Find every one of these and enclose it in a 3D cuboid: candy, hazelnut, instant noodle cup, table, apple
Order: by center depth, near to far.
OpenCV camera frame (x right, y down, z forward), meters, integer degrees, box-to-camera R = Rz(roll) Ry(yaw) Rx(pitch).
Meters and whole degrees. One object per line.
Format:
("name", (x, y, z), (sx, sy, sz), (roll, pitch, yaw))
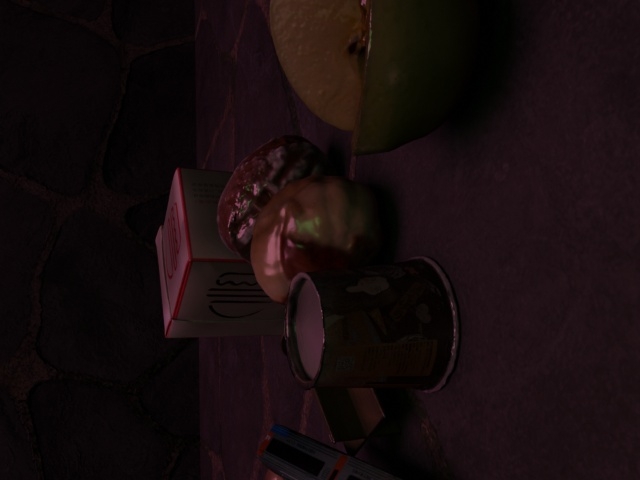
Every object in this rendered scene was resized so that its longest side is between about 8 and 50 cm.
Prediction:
("apple", (0.089, -0.271, 0.879), (0.295, 0.233, 0.258), (42, 149, 50))
("instant noodle cup", (0.066, 0.130, 0.968), (0.217, 0.207, 0.217), (180, 90, -68))
("table", (0.041, 0.245, 1.108), (0.227, 0.167, 0.167), (-115, 32, -41))
("hazelnut", (0.000, 0.000, 1.163), (0.261, 0.241, 0.261), (-27, 50, 37))
("candy", (-0.086, -0.078, 1.331), (0.289, 0.214, 0.157), (-58, 28, 3))

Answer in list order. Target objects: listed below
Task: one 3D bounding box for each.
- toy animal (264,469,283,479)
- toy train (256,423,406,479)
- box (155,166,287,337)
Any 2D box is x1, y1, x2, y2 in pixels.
("toy animal", (-0.044, 0.546, 1.357), (0.248, 0.149, 0.165), (-113, 14, -69))
("toy train", (0.048, 0.386, 0.998), (0.409, 0.086, 0.089), (4, 51, 52))
("box", (-0.221, 0.033, 1.584), (0.300, 0.314, 0.312), (115, 148, -43))
